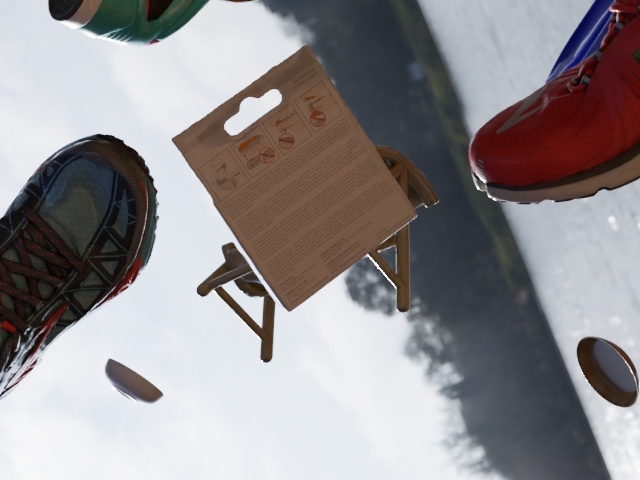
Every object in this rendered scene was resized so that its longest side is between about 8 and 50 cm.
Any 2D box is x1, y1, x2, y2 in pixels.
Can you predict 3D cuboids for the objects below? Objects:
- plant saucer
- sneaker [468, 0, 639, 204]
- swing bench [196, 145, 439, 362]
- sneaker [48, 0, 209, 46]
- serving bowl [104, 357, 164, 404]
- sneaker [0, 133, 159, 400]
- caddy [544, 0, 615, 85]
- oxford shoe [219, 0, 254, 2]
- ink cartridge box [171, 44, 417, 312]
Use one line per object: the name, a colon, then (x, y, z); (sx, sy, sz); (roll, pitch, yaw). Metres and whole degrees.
plant saucer: (0.294, 0.130, 1.306); (0.083, 0.015, 0.083); (43, 151, 32)
sneaker: (0.207, -0.128, 0.830); (0.118, 0.279, 0.107); (58, 180, -36)
swing bench: (0.000, 0.000, 1.787); (0.165, 0.253, 0.255); (50, -145, -24)
sneaker: (-0.184, -0.351, 1.499); (0.178, 0.124, 0.295); (27, -101, -42)
serving bowl: (-0.236, 0.180, 1.600); (0.083, 0.027, 0.083); (30, 164, 9)
sneaker: (-0.206, 0.043, 0.877); (0.104, 0.262, 0.125); (39, -164, -3)
caddy: (0.460, -0.256, 1.877); (0.179, 0.341, 0.241); (28, -140, -3)
oxford shoe: (-0.083, -0.256, 1.149); (0.076, 0.212, 0.076); (-15, 86, 58)
ink cartridge box: (-0.029, -0.065, 1.372); (0.225, 0.181, 0.056); (56, 170, -12)
